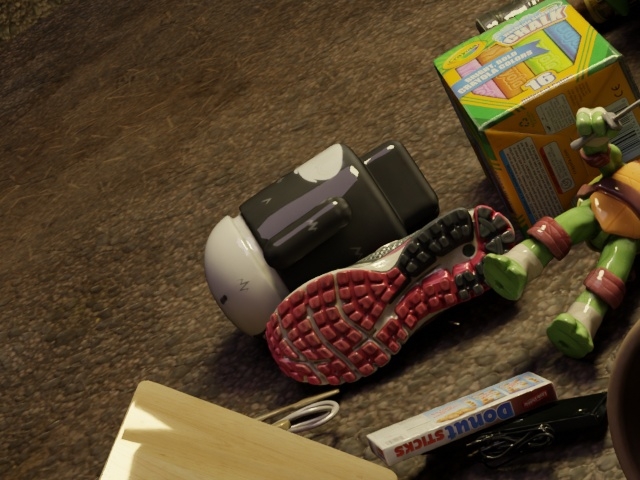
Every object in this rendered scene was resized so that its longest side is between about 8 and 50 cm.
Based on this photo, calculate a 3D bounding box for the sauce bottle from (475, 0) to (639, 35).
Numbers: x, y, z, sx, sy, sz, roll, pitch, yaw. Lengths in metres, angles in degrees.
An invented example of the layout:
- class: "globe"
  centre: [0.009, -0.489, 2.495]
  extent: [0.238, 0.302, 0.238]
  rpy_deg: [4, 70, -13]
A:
- class: "sauce bottle"
  centre: [0.374, -0.348, 2.179]
  extent: [0.344, 0.111, 0.111]
  rpy_deg: [-30, 28, 2]

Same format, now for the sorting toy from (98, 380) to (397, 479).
- class: "sorting toy"
  centre: [-0.085, 0.281, 1.451]
  extent: [0.257, 0.089, 0.255]
  rpy_deg: [21, 41, -2]

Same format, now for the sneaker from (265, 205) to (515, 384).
- class: "sneaker"
  centre: [0.082, 0.064, 1.784]
  extent: [0.299, 0.121, 0.112]
  rpy_deg: [-27, -1, 7]

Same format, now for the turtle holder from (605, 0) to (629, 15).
- class: "turtle holder"
  centre: [0.410, -0.409, 1.986]
  extent: [0.227, 0.320, 0.243]
  rpy_deg: [-54, 20, 3]

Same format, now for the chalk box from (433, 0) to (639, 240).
- class: "chalk box"
  centre: [0.254, -0.152, 1.888]
  extent: [0.179, 0.180, 0.289]
  rpy_deg: [-28, 26, 3]

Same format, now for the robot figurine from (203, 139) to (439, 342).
- class: "robot figurine"
  centre: [0.001, 0.002, 1.877]
  extent: [0.278, 0.209, 0.173]
  rpy_deg: [-33, 42, 0]

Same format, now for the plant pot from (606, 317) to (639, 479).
- class: "plant pot"
  centre: [0.390, 0.112, 1.286]
  extent: [0.263, 0.263, 0.229]
  rpy_deg: [-5, 19, 38]

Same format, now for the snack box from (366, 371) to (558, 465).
- class: "snack box"
  centre: [0.136, 0.170, 1.570]
  extent: [0.178, 0.022, 0.064]
  rpy_deg: [-20, 8, -10]

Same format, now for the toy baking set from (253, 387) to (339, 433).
- class: "toy baking set"
  centre: [-0.086, 0.216, 1.693]
  extent: [0.197, 0.030, 0.256]
  rpy_deg: [-20, 2, 31]

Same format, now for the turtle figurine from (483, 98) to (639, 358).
- class: "turtle figurine"
  centre: [0.307, -0.028, 1.615]
  extent: [0.266, 0.198, 0.275]
  rpy_deg: [-45, 28, -19]

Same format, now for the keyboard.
- class: "keyboard"
  centre: [0.183, 0.189, 1.557]
  extent: [0.192, 0.038, 0.100]
  rpy_deg: [-15, 8, 29]
